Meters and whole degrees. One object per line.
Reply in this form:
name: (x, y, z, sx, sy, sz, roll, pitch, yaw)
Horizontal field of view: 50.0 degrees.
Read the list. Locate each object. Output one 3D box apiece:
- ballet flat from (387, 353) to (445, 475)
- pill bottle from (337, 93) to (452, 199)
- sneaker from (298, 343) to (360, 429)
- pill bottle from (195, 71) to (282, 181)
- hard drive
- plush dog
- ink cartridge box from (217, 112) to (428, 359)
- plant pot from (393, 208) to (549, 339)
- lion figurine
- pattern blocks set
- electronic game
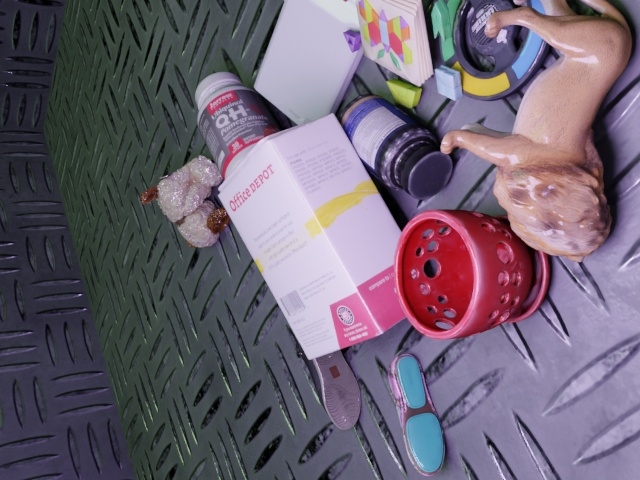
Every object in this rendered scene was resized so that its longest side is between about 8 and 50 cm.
ballet flat: (0.172, 0.321, 1.265, 0.079, 0.076, 0.222, 113, 147, -62)
pill bottle: (0.131, -0.165, 1.222, 0.219, 0.122, 0.123, 47, 130, 43)
sneaker: (0.019, 0.298, 1.495, 0.118, 0.083, 0.222, 136, 118, -71)
pill bottle: (-0.191, -0.259, 1.650, 0.319, 0.176, 0.176, 60, 138, 34)
hard drive: (-0.015, -0.394, 1.432, 0.203, 0.040, 0.308, 42, 130, 17)
plush dog: (-0.366, -0.084, 1.951, 0.225, 0.210, 0.262, 56, 146, -3)
ink cartridge box: (0.000, 0.000, 1.284, 0.385, 0.160, 0.279, 60, 148, 2)
plant pot: (0.231, 0.046, 1.044, 0.191, 0.174, 0.191, 9, 101, 55)
lion figurine: (0.319, -0.182, 0.918, 0.240, 0.142, 0.392, 23, 108, 22)
pattern blocks set: (0.120, -0.360, 1.183, 0.325, 0.026, 0.285, 32, 149, 56)
electronic game: (0.268, -0.333, 1.066, 0.229, 0.048, 0.229, 9, 101, 56)
